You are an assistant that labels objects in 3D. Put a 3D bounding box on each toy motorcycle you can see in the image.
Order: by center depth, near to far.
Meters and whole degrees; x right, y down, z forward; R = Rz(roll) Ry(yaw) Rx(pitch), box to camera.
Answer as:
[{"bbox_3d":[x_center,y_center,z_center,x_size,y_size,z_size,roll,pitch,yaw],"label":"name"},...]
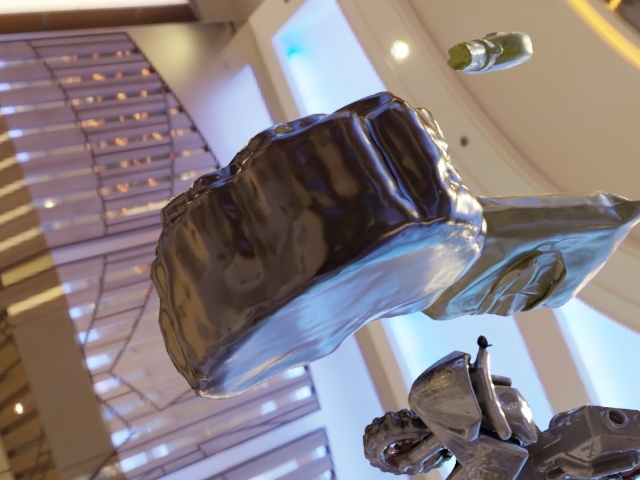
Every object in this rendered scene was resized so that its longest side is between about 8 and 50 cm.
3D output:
[{"bbox_3d":[0.141,0.131,0.590,0.080,0.216,0.122,-91,-170,-45],"label":"toy motorcycle"}]

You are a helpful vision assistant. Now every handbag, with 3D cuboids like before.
[{"bbox_3d":[0.311,0.019,1.251,0.253,0.316,0.109,110,-32,-47],"label":"handbag"}]

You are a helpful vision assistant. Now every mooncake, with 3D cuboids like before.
[{"bbox_3d":[0.000,0.000,0.928,0.350,0.381,0.212,-45,-113,50],"label":"mooncake"}]

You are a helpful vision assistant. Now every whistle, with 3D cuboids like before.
[{"bbox_3d":[0.229,-0.267,1.165,0.104,0.198,0.057,-8,-84,34],"label":"whistle"}]
